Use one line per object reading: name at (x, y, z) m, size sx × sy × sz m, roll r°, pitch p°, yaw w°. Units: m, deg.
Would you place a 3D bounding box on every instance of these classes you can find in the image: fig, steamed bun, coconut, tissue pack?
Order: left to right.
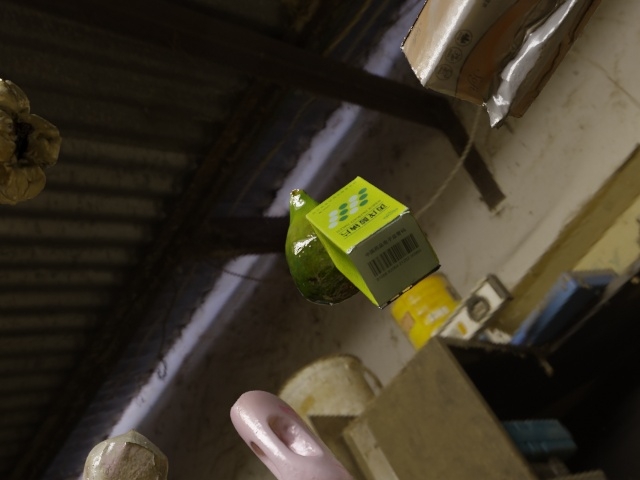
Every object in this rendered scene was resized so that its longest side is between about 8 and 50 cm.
steamed bun at (-0.495, -0.163, 1.283) m, size 0.106 × 0.192 × 0.178 m, roll -3°, pitch -35°, yaw 8°
coconut at (-0.244, 0.294, 0.994) m, size 0.110 × 0.125 × 0.110 m, roll -3°, pitch -34°, yaw -2°
fig at (0.000, 0.000, 1.716) m, size 0.206 × 0.275 × 0.206 m, roll -26°, pitch -32°, yaw -18°
tissue pack at (0.303, -0.345, 1.209) m, size 0.238 × 0.239 × 0.306 m, roll 0°, pitch -47°, yaw -38°

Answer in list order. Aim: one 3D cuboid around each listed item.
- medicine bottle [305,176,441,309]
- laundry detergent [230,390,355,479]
medicine bottle at (0.091, -0.003, 1.452) m, size 0.137 × 0.250 × 0.141 m, roll -33°, pitch -66°, yaw -6°
laundry detergent at (-0.014, 0.349, 1.185) m, size 0.159 × 0.335 × 0.088 m, roll 38°, pitch -92°, yaw -39°
